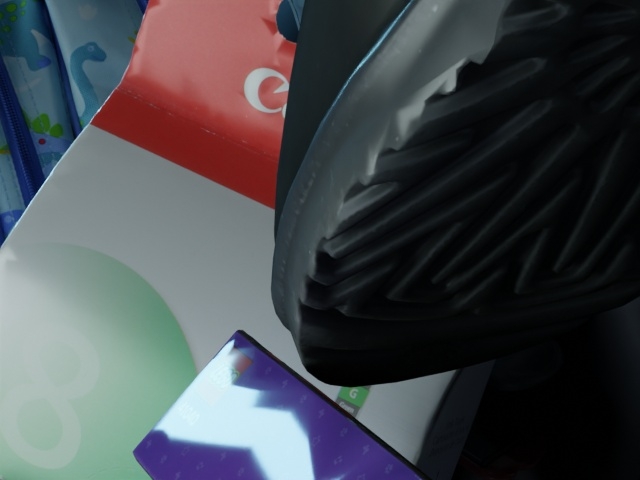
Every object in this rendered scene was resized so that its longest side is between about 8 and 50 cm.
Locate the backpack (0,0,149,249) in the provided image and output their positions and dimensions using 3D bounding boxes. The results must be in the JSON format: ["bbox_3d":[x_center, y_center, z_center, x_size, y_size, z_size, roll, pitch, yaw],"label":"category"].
[{"bbox_3d":[-0.114,0.002,0.909,0.290,0.273,0.356,131,141,-63],"label":"backpack"}]

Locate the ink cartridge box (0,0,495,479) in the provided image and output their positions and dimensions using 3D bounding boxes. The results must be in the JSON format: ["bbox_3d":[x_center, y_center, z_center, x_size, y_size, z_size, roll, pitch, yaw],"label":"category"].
[{"bbox_3d":[-0.024,0.011,0.662,0.181,0.056,0.225,25,106,21],"label":"ink cartridge box"}]

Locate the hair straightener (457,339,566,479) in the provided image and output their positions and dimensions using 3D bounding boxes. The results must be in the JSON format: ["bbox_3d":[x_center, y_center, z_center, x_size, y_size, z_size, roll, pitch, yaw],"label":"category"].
[{"bbox_3d":[0.000,0.000,0.722,0.230,0.047,0.089,33,127,33],"label":"hair straightener"}]

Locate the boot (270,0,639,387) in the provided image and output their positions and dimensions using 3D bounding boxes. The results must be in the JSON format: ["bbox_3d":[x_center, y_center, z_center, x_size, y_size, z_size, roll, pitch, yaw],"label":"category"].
[{"bbox_3d":[0.020,-0.231,0.557,0.445,0.146,0.367,68,149,29],"label":"boot"}]

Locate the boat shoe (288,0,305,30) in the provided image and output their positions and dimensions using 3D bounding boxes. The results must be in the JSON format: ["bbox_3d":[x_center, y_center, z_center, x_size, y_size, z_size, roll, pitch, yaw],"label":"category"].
[{"bbox_3d":[0.032,-0.089,0.706,0.076,0.083,0.226,37,143,48],"label":"boat shoe"}]

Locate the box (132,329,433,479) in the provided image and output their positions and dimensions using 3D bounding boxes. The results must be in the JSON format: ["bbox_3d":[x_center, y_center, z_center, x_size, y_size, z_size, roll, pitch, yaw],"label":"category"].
[{"bbox_3d":[0.075,0.137,0.489,0.201,0.057,0.293,43,175,-24],"label":"box"}]
